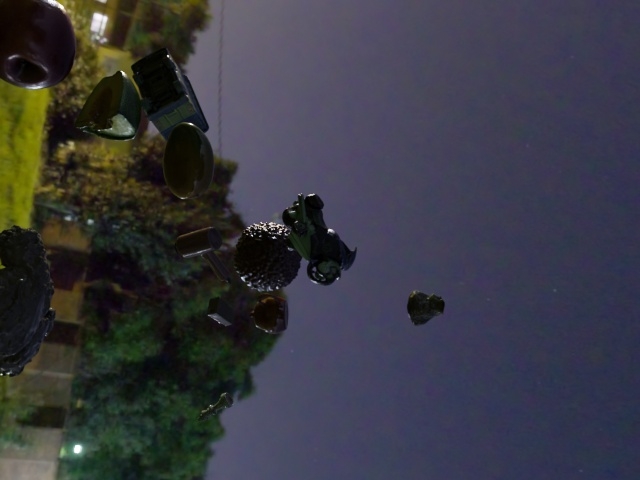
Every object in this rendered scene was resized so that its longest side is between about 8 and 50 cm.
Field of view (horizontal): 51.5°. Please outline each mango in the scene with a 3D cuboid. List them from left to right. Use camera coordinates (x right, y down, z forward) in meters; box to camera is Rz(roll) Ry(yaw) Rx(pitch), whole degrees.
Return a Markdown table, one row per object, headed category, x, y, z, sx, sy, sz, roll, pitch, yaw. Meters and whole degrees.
| category | x | y | z | sx | sy | sz | roll | pitch | yaw |
| --- | --- | --- | --- | --- | --- | --- | --- | --- | --- |
| mango | -0.325 | -0.197 | 1.628 | 0.130 | 0.092 | 0.194 | -17 | -104 | 14 |

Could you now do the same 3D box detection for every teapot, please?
| category | x | y | z | sx | sy | sz | roll | pitch | yaw |
| --- | --- | --- | --- | --- | --- | --- | --- | --- | --- |
| teapot | -0.152 | 0.213 | 1.933 | 0.116 | 0.116 | 0.173 | -103 | -174 | -45 |

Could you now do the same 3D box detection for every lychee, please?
| category | x | y | z | sx | sy | sz | roll | pitch | yaw |
| --- | --- | --- | --- | --- | --- | --- | --- | --- | --- |
| lychee | -0.198 | 0.060 | 2.465 | 0.300 | 0.264 | 0.264 | 23 | -81 | 64 |

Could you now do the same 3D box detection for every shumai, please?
| category | x | y | z | sx | sy | sz | roll | pitch | yaw |
| --- | --- | --- | --- | --- | --- | --- | --- | --- | --- |
| shumai | 0.255 | 0.160 | 1.571 | 0.081 | 0.082 | 0.083 | -9 | -114 | 38 |

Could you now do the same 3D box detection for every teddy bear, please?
| category | x | y | z | sx | sy | sz | roll | pitch | yaw |
| --- | --- | --- | --- | --- | --- | --- | --- | --- | --- |
| teddy bear | -0.784 | 0.195 | 1.617 | 0.357 | 0.225 | 0.367 | -52 | 169 | -44 |

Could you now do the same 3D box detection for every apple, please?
| category | x | y | z | sx | sy | sz | roll | pitch | yaw |
| --- | --- | --- | --- | --- | --- | --- | --- | --- | --- |
| apple | -0.704 | -0.483 | 1.604 | 0.218 | 0.218 | 0.201 | -48 | -148 | 47 |

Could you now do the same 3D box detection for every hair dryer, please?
| category | x | y | z | sx | sy | sz | roll | pitch | yaw |
| --- | --- | --- | --- | --- | --- | --- | --- | --- | --- |
| hair dryer | -0.290 | 0.050 | 1.744 | 0.117 | 0.181 | 0.064 | -16 | -146 | 25 |

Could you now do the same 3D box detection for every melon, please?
| category | x | y | z | sx | sy | sz | roll | pitch | yaw |
| --- | --- | --- | --- | --- | --- | --- | --- | --- | --- |
| melon | -0.601 | -0.401 | 1.985 | 0.265 | 0.129 | 0.169 | -2 | -110 | 45 |

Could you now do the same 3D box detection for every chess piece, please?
| category | x | y | z | sx | sy | sz | roll | pitch | yaw |
| --- | --- | --- | --- | --- | --- | --- | --- | --- | --- |
| chess piece | -0.397 | 0.631 | 2.474 | 0.149 | 0.059 | 0.059 | -37 | -145 | 8 |

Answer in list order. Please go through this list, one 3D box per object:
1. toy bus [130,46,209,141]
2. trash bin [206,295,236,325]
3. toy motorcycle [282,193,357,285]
| category | x | y | z | sx | sy | sz | roll | pitch | yaw |
| --- | --- | --- | --- | --- | --- | --- | --- | --- | --- |
| toy bus | -0.499 | -0.471 | 2.178 | 0.152 | 0.190 | 0.312 | -29 | -128 | 2 |
| trash bin | -0.314 | 0.228 | 2.113 | 0.043 | 0.092 | 0.060 | -14 | -129 | 26 |
| toy motorcycle | 0.000 | 0.000 | 2.155 | 0.331 | 0.196 | 0.125 | 64 | -31 | 30 |
